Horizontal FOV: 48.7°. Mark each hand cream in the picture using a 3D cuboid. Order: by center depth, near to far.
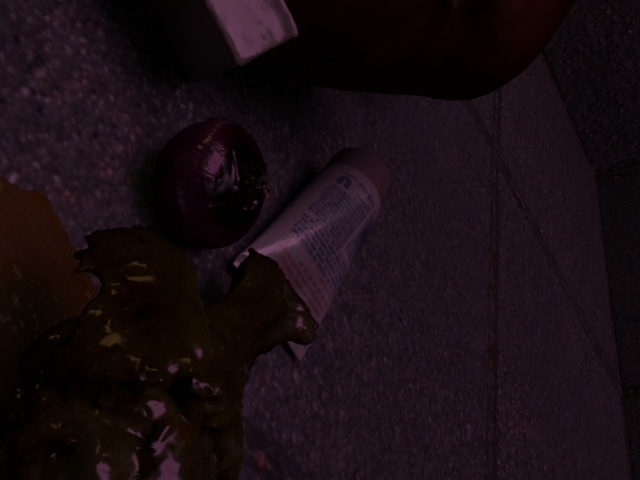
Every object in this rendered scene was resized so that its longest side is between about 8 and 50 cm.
[{"bbox_3d":[0.000,0.000,0.772,0.133,0.083,0.248,59,43,-23],"label":"hand cream"}]

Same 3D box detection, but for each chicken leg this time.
[{"bbox_3d":[-0.100,0.081,0.474,0.361,0.140,0.211,-71,158,-60],"label":"chicken leg"}]

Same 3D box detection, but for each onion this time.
[{"bbox_3d":[-0.086,-0.048,0.608,0.115,0.104,0.115,-7,98,-56],"label":"onion"}]

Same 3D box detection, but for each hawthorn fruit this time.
[{"bbox_3d":[0.083,-0.389,0.734,0.472,0.472,0.471,34,47,-48],"label":"hawthorn fruit"}]

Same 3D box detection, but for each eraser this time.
[{"bbox_3d":[-0.142,-0.307,0.588,0.078,0.144,0.343,-34,110,-20],"label":"eraser"}]

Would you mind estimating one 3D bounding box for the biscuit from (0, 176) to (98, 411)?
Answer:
[{"bbox_3d":[-0.213,0.071,0.422,0.232,0.013,0.237,-44,114,-57],"label":"biscuit"}]
